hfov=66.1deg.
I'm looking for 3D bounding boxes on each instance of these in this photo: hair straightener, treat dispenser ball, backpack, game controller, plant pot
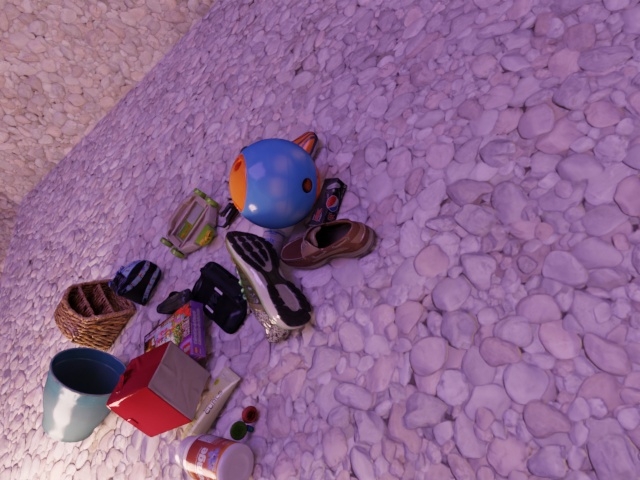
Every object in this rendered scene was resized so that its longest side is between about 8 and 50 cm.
[{"bbox_3d":[-0.330,-0.137,1.844,0.230,0.089,0.047,-48,46,8],"label":"hair straightener"},{"bbox_3d":[-0.145,-0.179,1.563,0.288,0.288,0.287,-21,53,31],"label":"treat dispenser ball"},{"bbox_3d":[-0.736,0.152,1.975,0.117,0.158,0.173,24,79,39],"label":"backpack"},{"bbox_3d":[-0.344,0.190,1.690,0.319,0.067,0.166,28,100,47],"label":"game controller"},{"bbox_3d":[-0.872,0.570,1.781,0.272,0.272,0.255,41,109,47],"label":"plant pot"}]

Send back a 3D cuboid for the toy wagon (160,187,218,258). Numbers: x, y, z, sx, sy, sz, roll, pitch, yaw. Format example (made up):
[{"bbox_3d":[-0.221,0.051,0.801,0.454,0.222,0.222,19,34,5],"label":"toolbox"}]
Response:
[{"bbox_3d":[-0.506,-0.055,1.965,0.344,0.068,0.267,33,89,46],"label":"toy wagon"}]

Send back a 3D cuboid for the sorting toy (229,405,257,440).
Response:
[{"bbox_3d":[-0.216,0.509,1.373,0.102,0.061,0.042,-46,21,-31],"label":"sorting toy"}]

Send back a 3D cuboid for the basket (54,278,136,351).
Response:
[{"bbox_3d":[-0.951,0.277,2.046,0.223,0.214,0.299,-55,43,2],"label":"basket"}]

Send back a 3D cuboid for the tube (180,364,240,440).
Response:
[{"bbox_3d":[-0.331,0.499,1.483,0.070,0.062,0.240,31,80,7],"label":"tube"}]

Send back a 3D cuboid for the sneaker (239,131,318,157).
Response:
[{"bbox_3d":[-0.164,-0.289,1.720,0.321,0.180,0.124,-43,41,13],"label":"sneaker"}]

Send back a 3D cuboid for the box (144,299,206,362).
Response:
[{"bbox_3d":[-0.506,0.361,1.689,0.293,0.057,0.200,-37,49,28],"label":"box"}]

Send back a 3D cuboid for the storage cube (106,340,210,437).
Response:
[{"bbox_3d":[-0.493,0.457,1.513,0.193,0.215,0.183,-28,27,26],"label":"storage cube"}]

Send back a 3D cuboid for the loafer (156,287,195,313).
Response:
[{"bbox_3d":[-0.527,0.224,1.790,0.223,0.076,0.078,-19,71,43],"label":"loafer"}]

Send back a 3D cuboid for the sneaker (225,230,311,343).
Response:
[{"bbox_3d":[-0.200,0.140,1.487,0.182,0.158,0.410,-54,54,29],"label":"sneaker"}]

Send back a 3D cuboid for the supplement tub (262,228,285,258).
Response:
[{"bbox_3d":[-0.161,0.019,1.615,0.071,0.071,0.107,-6,61,39],"label":"supplement tub"}]

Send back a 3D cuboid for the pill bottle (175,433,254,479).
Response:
[{"bbox_3d":[-0.295,0.598,1.342,0.216,0.121,0.121,-6,61,39],"label":"pill bottle"}]

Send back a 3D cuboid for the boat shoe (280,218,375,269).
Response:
[{"bbox_3d":[0.000,0.000,1.450,0.325,0.116,0.123,-18,55,33],"label":"boat shoe"}]

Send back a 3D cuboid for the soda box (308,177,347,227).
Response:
[{"bbox_3d":[0.025,-0.112,1.543,0.060,0.053,0.168,3,68,42],"label":"soda box"}]
